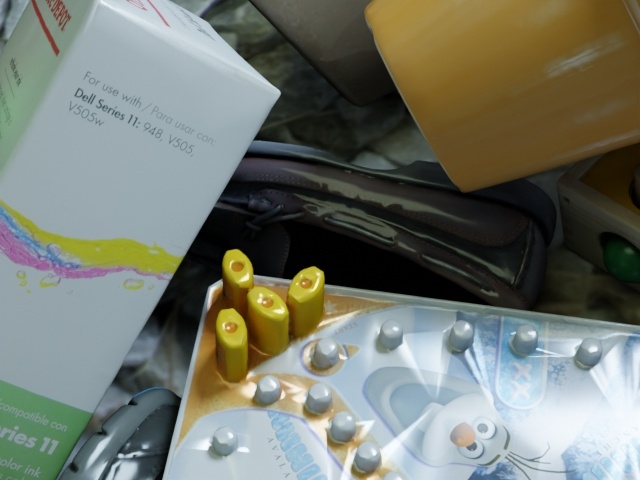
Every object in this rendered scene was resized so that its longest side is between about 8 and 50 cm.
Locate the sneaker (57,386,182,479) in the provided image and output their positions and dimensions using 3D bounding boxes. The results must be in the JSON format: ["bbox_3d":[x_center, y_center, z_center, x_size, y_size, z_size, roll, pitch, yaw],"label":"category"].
[{"bbox_3d":[-0.124,0.244,0.719,0.139,0.125,0.341,22,57,-2],"label":"sneaker"}]

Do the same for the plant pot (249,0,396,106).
[{"bbox_3d":[0.060,-0.223,0.936,0.229,0.263,0.263,-45,53,4],"label":"plant pot"}]

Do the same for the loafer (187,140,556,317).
[{"bbox_3d":[0.000,0.000,0.854,0.302,0.109,0.095,5,60,16],"label":"loafer"}]

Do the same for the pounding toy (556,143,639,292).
[{"bbox_3d":[0.223,-0.020,0.803,0.141,0.100,0.130,-43,54,-17],"label":"pounding toy"}]

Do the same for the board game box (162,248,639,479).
[{"bbox_3d":[0.097,0.192,0.659,0.390,0.050,0.390,7,55,5],"label":"board game box"}]

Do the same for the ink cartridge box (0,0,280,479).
[{"bbox_3d":[-0.144,-0.049,0.775,0.353,0.119,0.207,-59,25,10],"label":"ink cartridge box"}]

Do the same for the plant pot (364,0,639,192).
[{"bbox_3d":[0.137,-0.126,0.757,0.188,0.205,0.205,-28,51,10],"label":"plant pot"}]
